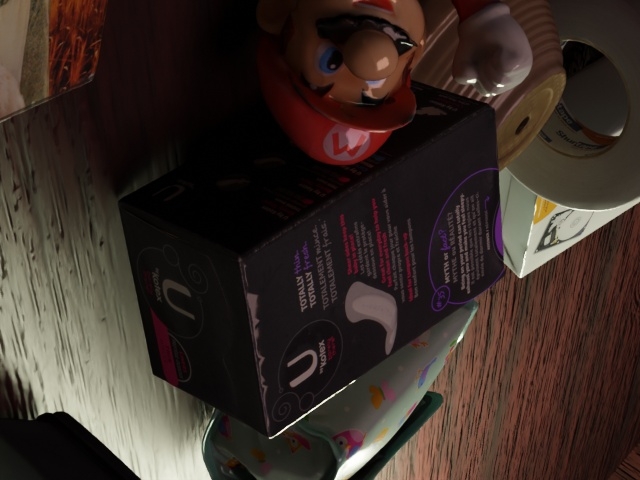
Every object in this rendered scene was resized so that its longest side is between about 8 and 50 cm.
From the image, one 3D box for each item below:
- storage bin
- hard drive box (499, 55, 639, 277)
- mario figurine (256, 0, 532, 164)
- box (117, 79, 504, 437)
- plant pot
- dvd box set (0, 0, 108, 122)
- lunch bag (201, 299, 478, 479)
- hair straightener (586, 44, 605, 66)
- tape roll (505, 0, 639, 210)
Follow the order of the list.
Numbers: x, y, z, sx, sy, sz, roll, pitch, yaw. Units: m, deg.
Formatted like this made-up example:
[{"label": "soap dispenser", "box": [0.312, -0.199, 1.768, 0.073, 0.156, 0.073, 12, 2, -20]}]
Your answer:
[{"label": "storage bin", "box": [-0.209, 0.189, 1.258, 0.091, 0.135, 0.098, 22, 102, -55]}, {"label": "hard drive box", "box": [0.283, -0.093, 1.832, 0.232, 0.089, 0.181, -32, 150, -23]}, {"label": "mario figurine", "box": [0.050, -0.195, 1.140, 0.170, 0.198, 0.320, -24, 134, -60]}, {"label": "box", "box": [0.000, 0.000, 1.306, 0.270, 0.143, 0.165, -32, 128, -35]}, {"label": "plant pot", "box": [0.135, -0.132, 1.482, 0.237, 0.110, 0.237, -43, 160, -19]}, {"label": "dvd box set", "box": [-0.199, -0.212, 0.802, 0.307, 0.062, 0.420, -32, 148, -45]}, {"label": "lunch bag", "box": [0.011, 0.148, 1.595, 0.223, 0.160, 0.262, -45, 167, -31]}, {"label": "hair straightener", "box": [0.331, -0.200, 1.908, 0.089, 0.047, 0.230, -54, 153, -4]}, {"label": "tape roll", "box": [0.253, -0.141, 1.592, 0.072, 0.219, 0.219, -30, 146, -48]}]
